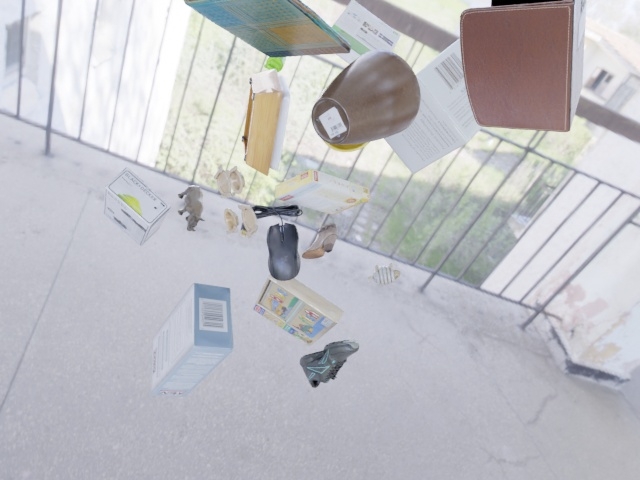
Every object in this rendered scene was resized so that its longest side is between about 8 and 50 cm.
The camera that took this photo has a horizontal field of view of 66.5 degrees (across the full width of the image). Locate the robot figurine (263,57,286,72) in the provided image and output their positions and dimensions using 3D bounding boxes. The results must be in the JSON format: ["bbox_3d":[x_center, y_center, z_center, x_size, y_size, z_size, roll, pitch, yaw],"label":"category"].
[{"bbox_3d":[-0.168,-0.685,1.861,0.067,0.101,0.115,31,43,-19],"label":"robot figurine"}]

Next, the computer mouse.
[{"bbox_3d":[-0.148,-0.009,1.433,0.184,0.060,0.262,1,59,0],"label":"computer mouse"}]

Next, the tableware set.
[{"bbox_3d":[-0.184,-0.083,1.039,0.020,0.141,0.168,-18,96,-34],"label":"tableware set"}]

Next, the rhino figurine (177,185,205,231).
[{"bbox_3d":[-0.506,-0.126,1.932,0.073,0.106,0.243,36,27,-43],"label":"rhino figurine"}]

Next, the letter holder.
[{"bbox_3d":[0.425,-0.393,1.025,0.215,0.302,0.152,10,60,32],"label":"letter holder"}]

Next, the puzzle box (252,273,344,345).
[{"bbox_3d":[-0.094,0.246,1.727,0.272,0.409,0.052,33,63,1],"label":"puzzle box"}]

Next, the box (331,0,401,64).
[{"bbox_3d":[0.155,-0.733,1.776,0.232,0.058,0.322,33,46,-8],"label":"box"}]

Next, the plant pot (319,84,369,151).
[{"bbox_3d":[0.096,-0.530,2.011,0.254,0.254,0.239,13,35,-22],"label":"plant pot"}]

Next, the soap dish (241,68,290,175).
[{"bbox_3d":[-0.186,-0.394,1.614,0.118,0.290,0.229,4,35,-15],"label":"soap dish"}]

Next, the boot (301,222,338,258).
[{"bbox_3d":[0.000,0.000,1.380,0.042,0.119,0.087,38,47,-43],"label":"boot"}]

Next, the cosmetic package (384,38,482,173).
[{"bbox_3d":[0.486,-0.549,2.051,0.329,0.394,0.327,-44,96,-24],"label":"cosmetic package"}]

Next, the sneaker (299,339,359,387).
[{"bbox_3d":[0.038,0.389,1.552,0.101,0.267,0.106,5,60,-37],"label":"sneaker"}]

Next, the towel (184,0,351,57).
[{"bbox_3d":[-0.115,-0.526,1.186,0.272,0.040,0.370,9,4,27],"label":"towel"}]

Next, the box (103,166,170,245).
[{"bbox_3d":[-0.568,-0.094,1.493,0.169,0.290,0.087,44,64,-11],"label":"box"}]

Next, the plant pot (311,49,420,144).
[{"bbox_3d":[0.090,-0.318,1.164,0.215,0.215,0.230,37,47,15],"label":"plant pot"}]

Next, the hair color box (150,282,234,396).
[{"bbox_3d":[-0.375,0.294,1.390,0.114,0.374,0.185,13,50,-31],"label":"hair color box"}]

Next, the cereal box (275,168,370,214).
[{"bbox_3d":[0.007,-0.142,1.474,0.240,0.173,0.047,14,68,-41],"label":"cereal box"}]

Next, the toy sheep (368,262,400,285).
[{"bbox_3d":[0.257,0.139,1.974,0.132,0.091,0.091,-9,32,12],"label":"toy sheep"}]
